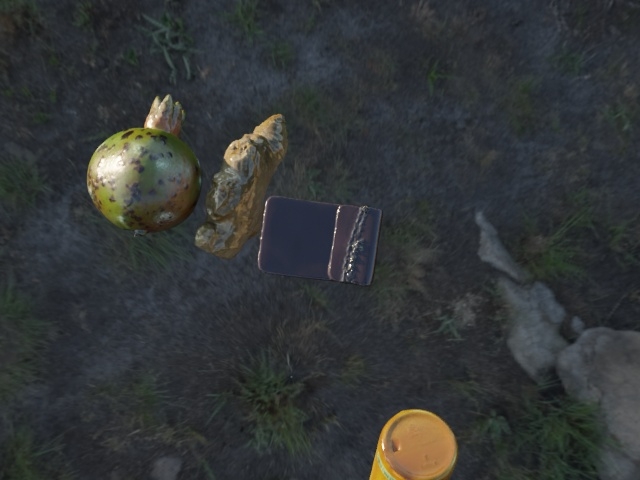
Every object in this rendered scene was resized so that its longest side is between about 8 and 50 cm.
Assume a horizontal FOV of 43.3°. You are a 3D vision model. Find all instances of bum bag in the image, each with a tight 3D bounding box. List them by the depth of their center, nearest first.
[{"bbox_3d":[0.000,0.000,1.067,0.159,0.026,0.109,7,88,-8],"label":"bum bag"}]

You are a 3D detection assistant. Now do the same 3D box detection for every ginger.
[{"bbox_3d":[-0.108,-0.080,1.137,0.074,0.137,0.213,30,102,12],"label":"ginger"}]

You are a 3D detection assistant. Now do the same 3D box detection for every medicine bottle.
[{"bbox_3d":[0.113,0.296,1.023,0.096,0.192,0.096,1,52,-2],"label":"medicine bottle"}]

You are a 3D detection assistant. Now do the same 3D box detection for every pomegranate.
[{"bbox_3d":[-0.236,-0.104,1.122,0.159,0.159,0.205,12,72,0],"label":"pomegranate"}]
